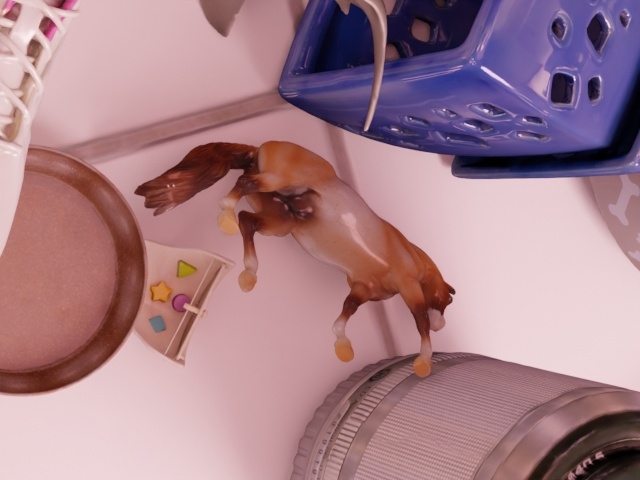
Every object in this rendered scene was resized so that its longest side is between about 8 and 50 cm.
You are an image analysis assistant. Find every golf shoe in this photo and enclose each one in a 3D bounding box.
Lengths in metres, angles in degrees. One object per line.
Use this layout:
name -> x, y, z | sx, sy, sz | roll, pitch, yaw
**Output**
golf shoe -> -0.204, -0.117, 0.858 | 0.115, 0.140, 0.306 | 26, 48, -43

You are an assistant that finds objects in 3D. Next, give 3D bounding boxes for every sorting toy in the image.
sorting toy -> -0.114, 0.036, 1.021 | 0.075, 0.045, 0.083 | 28, 84, -13

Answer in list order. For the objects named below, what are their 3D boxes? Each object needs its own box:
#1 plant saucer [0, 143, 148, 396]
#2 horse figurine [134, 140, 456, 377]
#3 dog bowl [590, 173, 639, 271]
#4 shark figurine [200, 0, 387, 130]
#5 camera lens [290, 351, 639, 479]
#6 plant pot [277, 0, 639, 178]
plant saucer -> -0.201, 0.020, 0.971 | 0.168, 0.029, 0.168 | 2, 85, -22
horse figurine -> 0.000, 0.000, 1.042 | 0.263, 0.066, 0.174 | 35, 31, -12
dog bowl -> 0.367, -0.098, 1.235 | 0.349, 0.102, 0.349 | 0, 90, -34
shark figurine -> -0.042, -0.182, 1.017 | 0.166, 0.278, 0.116 | -32, 147, -54
camera lens -> 0.128, 0.195, 1.003 | 0.219, 0.274, 0.219 | -3, 96, -30
plant pot -> 0.144, -0.168, 1.066 | 0.212, 0.236, 0.236 | 29, 74, -32
